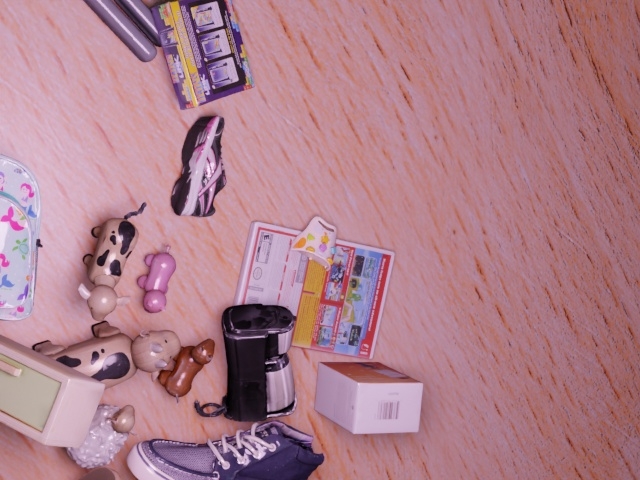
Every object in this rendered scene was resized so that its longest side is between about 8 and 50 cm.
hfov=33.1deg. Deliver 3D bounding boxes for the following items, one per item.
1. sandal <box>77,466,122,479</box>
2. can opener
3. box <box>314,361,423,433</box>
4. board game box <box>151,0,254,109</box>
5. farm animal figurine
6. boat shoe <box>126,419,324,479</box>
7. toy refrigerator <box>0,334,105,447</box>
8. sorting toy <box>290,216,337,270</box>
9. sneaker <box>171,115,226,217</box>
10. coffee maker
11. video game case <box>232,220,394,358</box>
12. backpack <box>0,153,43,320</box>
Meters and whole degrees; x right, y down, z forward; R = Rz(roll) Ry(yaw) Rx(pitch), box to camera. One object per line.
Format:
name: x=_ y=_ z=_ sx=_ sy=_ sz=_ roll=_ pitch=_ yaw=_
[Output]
sandal: x=-0.414 y=0.452 z=1.742 sx=0.240 sy=0.088 sz=0.079 roll=-32 pitch=151 yaw=3
can opener: x=-0.343 y=-0.399 z=1.689 sx=0.074 sy=0.093 sz=0.280 roll=-48 pitch=117 yaw=-14
box: x=0.082 y=0.276 z=1.908 sx=0.130 sy=0.170 sz=0.091 roll=3 pitch=96 yaw=-25
board game box: x=-0.190 y=-0.313 z=1.761 sx=0.141 sy=0.048 sz=0.170 roll=-26 pitch=107 yaw=-44
farm animal figurine: x=-0.321 y=0.156 z=1.704 sx=0.326 sy=0.172 sz=0.330 roll=-37 pitch=109 yaw=-17
boat shoe: x=-0.149 y=0.356 z=1.799 sx=0.340 sy=0.127 sz=0.158 roll=25 pitch=107 yaw=-41
toy refrigerator: x=-0.460 y=0.208 z=1.590 sx=0.094 sy=0.269 sz=0.102 roll=28 pitch=83 yaw=-61
sorting toy: x=0.000 y=0.000 z=1.892 sx=0.083 sy=0.045 sz=0.075 roll=30 pitch=63 yaw=-25
sneaker: x=-0.190 y=-0.122 z=1.805 sx=0.077 sy=0.072 sz=0.178 roll=15 pitch=97 yaw=-38
coffee maker: x=-0.123 y=0.208 z=1.808 sx=0.171 sy=0.120 sz=0.178 roll=-17 pitch=121 yaw=-26
video game case: x=-0.013 y=0.092 z=1.925 sx=0.285 sy=0.025 sz=0.204 roll=12 pitch=90 yaw=-25
backpack: x=-0.523 y=-0.012 z=1.593 sx=0.225 sy=0.191 sz=0.254 roll=6 pitch=88 yaw=-25
